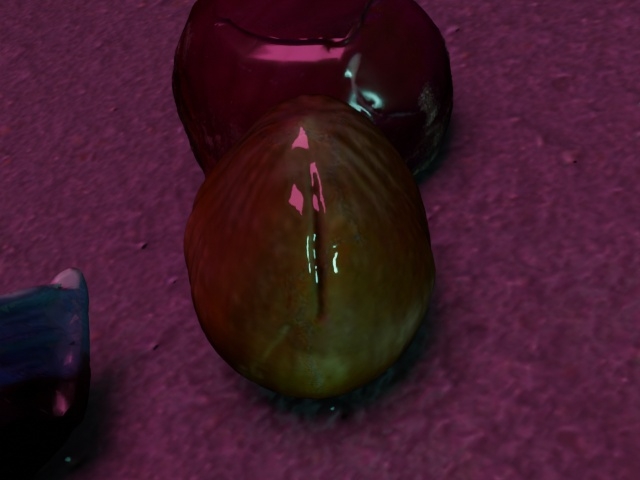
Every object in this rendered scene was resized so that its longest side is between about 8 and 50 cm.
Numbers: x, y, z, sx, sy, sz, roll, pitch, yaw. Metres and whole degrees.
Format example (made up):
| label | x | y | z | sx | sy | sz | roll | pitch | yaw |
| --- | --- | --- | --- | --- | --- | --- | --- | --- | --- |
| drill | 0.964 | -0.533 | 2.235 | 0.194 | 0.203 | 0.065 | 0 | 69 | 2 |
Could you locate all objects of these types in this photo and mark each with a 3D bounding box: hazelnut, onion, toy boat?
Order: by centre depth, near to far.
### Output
| label | x | y | z | sx | sy | sz | roll | pitch | yaw |
| --- | --- | --- | --- | --- | --- | --- | --- | --- | --- |
| hazelnut | 0.000 | 0.000 | 0.621 | 0.150 | 0.150 | 0.150 | -13 | 41 | 11 |
| toy boat | -0.259 | 0.106 | 0.630 | 0.309 | 0.129 | 0.142 | -31 | 56 | -13 |
| onion | -0.027 | -0.082 | 0.741 | 0.195 | 0.140 | 0.218 | 18 | 58 | 29 |
